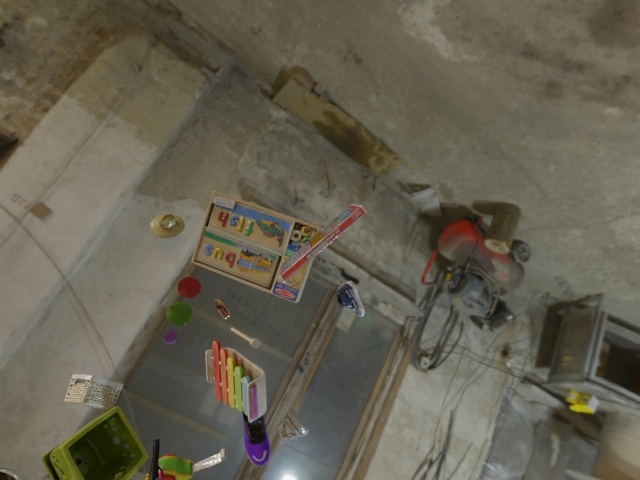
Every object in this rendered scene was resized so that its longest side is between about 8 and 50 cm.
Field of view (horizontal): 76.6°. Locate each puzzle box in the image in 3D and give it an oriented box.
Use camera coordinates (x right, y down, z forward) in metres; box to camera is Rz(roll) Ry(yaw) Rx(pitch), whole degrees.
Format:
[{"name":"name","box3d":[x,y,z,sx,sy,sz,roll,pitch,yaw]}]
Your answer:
[{"name":"puzzle box","box3d":[-0.222,0.019,1.394,0.409,0.271,0.052,19,-175,10]}]

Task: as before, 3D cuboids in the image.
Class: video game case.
[{"name":"video game case","box3d":[0.000,0.000,1.135,0.025,0.285,0.204,49,-178,-6]}]

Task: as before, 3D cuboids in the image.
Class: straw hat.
[{"name":"straw hat","box3d":[-0.675,-0.083,1.791,0.145,0.144,0.061,28,142,-1]}]

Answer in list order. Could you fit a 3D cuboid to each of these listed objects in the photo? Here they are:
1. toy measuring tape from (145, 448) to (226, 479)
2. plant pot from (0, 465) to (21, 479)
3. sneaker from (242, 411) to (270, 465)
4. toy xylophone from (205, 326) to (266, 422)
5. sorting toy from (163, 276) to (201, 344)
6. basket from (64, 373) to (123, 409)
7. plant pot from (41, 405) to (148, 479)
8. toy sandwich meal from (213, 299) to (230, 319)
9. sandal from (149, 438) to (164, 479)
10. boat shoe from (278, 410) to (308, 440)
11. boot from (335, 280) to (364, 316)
[{"name":"toy measuring tape","box3d":[-0.535,0.869,1.568,0.121,0.330,0.121,-23,-90,-88]},{"name":"plant pot","box3d":[-1.243,0.838,1.363,0.306,0.333,0.334,18,160,38]},{"name":"sneaker","box3d":[-0.274,0.760,1.663,0.102,0.293,0.146,-10,145,-11]},{"name":"toy xylophone","box3d":[-0.259,0.402,1.250,0.081,0.236,0.323,-7,-178,-37]},{"name":"sorting toy","box3d":[-0.751,0.381,2.174,0.127,0.365,0.126,20,153,-14]},{"name":"basket","box3d":[-0.882,0.592,1.580,0.113,0.103,0.167,-5,149,20]},{"name":"plant pot","box3d":[-0.780,0.744,1.382,0.207,0.227,0.228,-28,91,26]},{"name":"toy sandwich meal","box3d":[-0.356,0.248,1.450,0.086,0.029,0.085,35,150,24]},{"name":"sandal","box3d":[-0.370,0.550,0.927,0.040,0.179,0.067,9,144,-23]},{"name":"boat shoe","box3d":[-0.091,0.596,1.277,0.083,0.076,0.226,47,159,18]},{"name":"boot","box3d":[0.117,0.258,1.665,0.069,0.086,0.189,27,144,53]}]
